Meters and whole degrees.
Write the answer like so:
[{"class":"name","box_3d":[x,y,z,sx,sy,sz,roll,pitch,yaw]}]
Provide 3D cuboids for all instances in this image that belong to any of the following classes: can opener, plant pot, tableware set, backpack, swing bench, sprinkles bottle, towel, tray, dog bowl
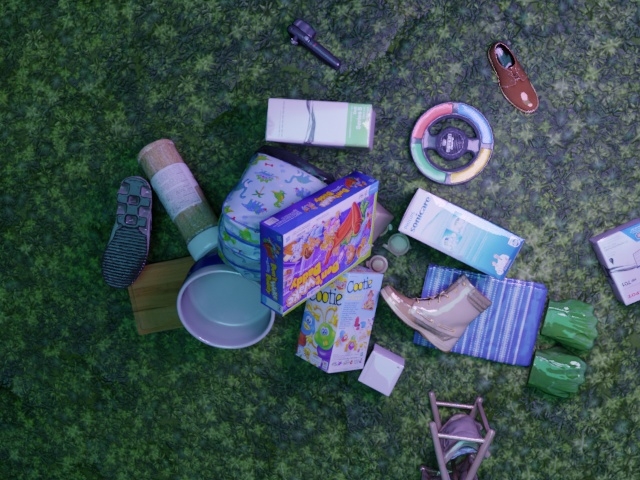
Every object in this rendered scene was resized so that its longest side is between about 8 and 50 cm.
[{"class":"can opener","box_3d":[-0.017,-0.539,1.745,0.186,0.059,0.073,42,99,3]},{"class":"plant pot","box_3d":[0.123,-0.064,1.741,0.109,0.096,0.109,43,97,16]},{"class":"tableware set","box_3d":[0.165,0.013,1.795,0.168,0.020,0.141,-42,87,11]},{"class":"backpack","box_3d":[-0.127,-0.066,1.641,0.290,0.273,0.356,29,69,6]},{"class":"swing bench","box_3d":[0.361,0.578,1.706,0.165,0.253,0.255,5,97,7]},{"class":"sprinkles bottle","box_3d":[-0.386,-0.115,1.776,0.121,0.121,0.356,-35,79,10]},{"class":"towel","box_3d":[0.447,0.208,1.772,0.335,0.040,0.244,11,99,9]},{"class":"tray","box_3d":[-0.357,0.142,1.856,0.410,0.076,0.203,-11,94,8]},{"class":"dog bowl","box_3d":[-0.252,0.164,1.720,0.264,0.104,0.265,1,120,2]}]

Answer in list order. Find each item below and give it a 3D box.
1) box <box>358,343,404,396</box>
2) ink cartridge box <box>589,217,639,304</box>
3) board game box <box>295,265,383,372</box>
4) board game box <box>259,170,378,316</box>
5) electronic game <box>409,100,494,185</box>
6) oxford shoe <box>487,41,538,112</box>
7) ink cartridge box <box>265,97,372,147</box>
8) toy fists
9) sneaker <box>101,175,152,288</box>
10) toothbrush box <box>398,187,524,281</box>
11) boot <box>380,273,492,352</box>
[{"class":"box","box_3d":[0.174,0.368,1.795,0.101,0.087,0.101,27,99,4]},{"class":"ink cartridge box","box_3d":[0.828,0.056,1.674,0.139,0.082,0.191,-25,90,10]},{"class":"board game box","box_3d":[0.051,0.206,1.743,0.142,0.144,0.276,19,100,45]},{"class":"board game box","box_3d":[0.000,0.000,1.543,0.078,0.347,0.234,28,132,31]},{"class":"electronic game","box_3d":[0.359,-0.266,1.725,0.229,0.048,0.230,1,96,8]},{"class":"oxford shoe","box_3d":[0.512,-0.432,1.673,0.076,0.076,0.212,-34,92,8]},{"class":"ink cartridge box","box_3d":[0.005,-0.310,1.694,0.272,0.198,0.115,6,96,7]},{"class":"toy fists","box_3d":[0.665,0.293,1.717,0.142,0.096,0.280,15,99,16]},{"class":"sneaker","box_3d":[-0.548,-0.025,1.832,0.122,0.146,0.331,15,96,-11]},{"class":"toothbrush box","box_3d":[0.362,-0.023,1.665,0.295,0.216,0.126,26,98,6]},{"class":"boot","box_3d":[0.314,0.158,1.713,0.262,0.095,0.203,39,104,-6]}]
